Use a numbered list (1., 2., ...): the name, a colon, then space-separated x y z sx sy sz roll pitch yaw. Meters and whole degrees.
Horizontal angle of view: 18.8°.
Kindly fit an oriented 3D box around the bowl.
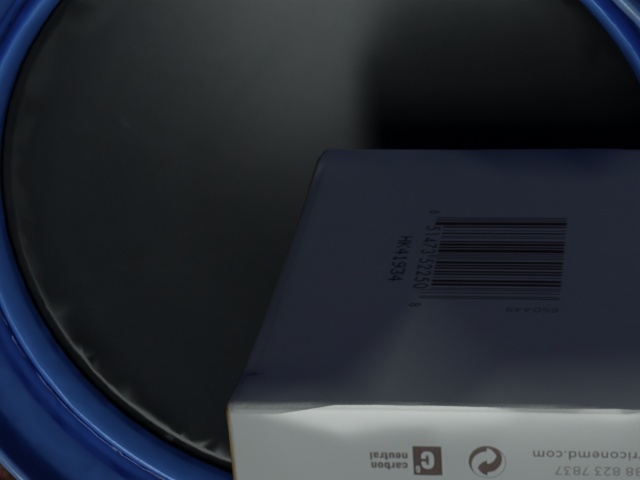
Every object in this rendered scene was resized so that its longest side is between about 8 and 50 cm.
1. bowl: 0.000 0.000 0.911 0.391 0.077 0.391 4 118 7

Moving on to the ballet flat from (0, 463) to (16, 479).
1. ballet flat: -0.230 0.098 0.972 0.116 0.124 0.342 -13 114 15

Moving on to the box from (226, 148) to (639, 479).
1. box: 0.075 0.160 0.817 0.168 0.215 0.345 0 117 10
